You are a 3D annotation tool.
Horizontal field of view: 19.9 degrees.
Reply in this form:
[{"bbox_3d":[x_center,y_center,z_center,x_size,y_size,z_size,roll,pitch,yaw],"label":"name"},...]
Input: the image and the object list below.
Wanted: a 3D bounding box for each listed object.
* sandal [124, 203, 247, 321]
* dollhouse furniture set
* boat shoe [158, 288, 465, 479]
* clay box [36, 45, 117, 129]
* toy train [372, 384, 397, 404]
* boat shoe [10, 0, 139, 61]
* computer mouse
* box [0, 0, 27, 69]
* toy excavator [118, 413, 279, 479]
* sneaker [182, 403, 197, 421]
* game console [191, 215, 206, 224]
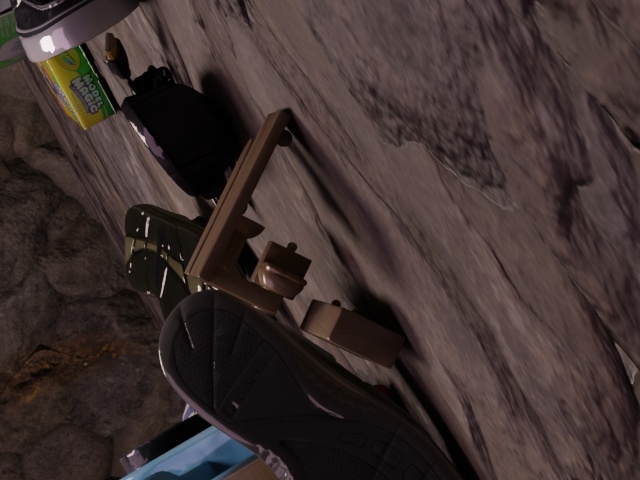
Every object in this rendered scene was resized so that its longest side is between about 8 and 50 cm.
[{"bbox_3d":[-0.125,0.029,1.893,0.303,0.086,0.120,-141,57,-59],"label":"sandal"},{"bbox_3d":[0.000,0.000,1.277,0.151,0.123,0.144,26,177,-10],"label":"dollhouse furniture set"},{"bbox_3d":[0.017,0.156,1.353,0.320,0.118,0.103,40,-168,18],"label":"boat shoe"},{"bbox_3d":[-0.321,-0.216,2.307,0.127,0.053,0.222,62,172,-18],"label":"clay box"},{"bbox_3d":[0.059,0.229,1.483,0.248,0.105,0.143,60,-178,-2],"label":"toy train"},{"bbox_3d":[-0.238,-0.239,1.623,0.102,0.108,0.301,62,178,-21],"label":"boat shoe"},{"bbox_3d":[-0.123,-0.113,1.517,0.184,0.060,0.262,54,-178,11],"label":"computer mouse"},{"bbox_3d":[-0.351,-0.322,1.905,0.231,0.126,0.262,62,171,1],"label":"box"},{"bbox_3d":[-0.090,0.274,1.719,0.222,0.433,0.445,60,-148,3],"label":"toy excavator"},{"bbox_3d":[-0.080,0.234,2.167,0.182,0.127,0.315,58,170,30],"label":"sneaker"},{"bbox_3d":[-0.146,0.030,2.058,0.107,0.071,0.122,56,171,27],"label":"game console"}]
